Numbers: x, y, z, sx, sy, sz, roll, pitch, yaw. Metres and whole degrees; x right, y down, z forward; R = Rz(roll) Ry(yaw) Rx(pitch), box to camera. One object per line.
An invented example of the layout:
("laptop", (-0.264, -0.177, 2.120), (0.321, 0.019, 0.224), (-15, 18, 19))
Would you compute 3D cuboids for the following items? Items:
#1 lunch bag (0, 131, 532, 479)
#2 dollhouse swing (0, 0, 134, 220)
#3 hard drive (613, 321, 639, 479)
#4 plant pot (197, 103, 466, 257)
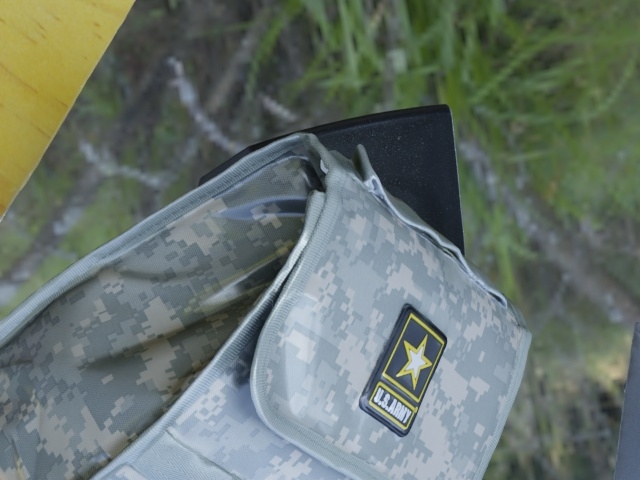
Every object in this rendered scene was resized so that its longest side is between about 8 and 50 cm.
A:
("lunch bag", (-0.031, 0.090, 1.019), (0.287, 0.169, 0.235), (-40, 138, 11))
("dollhouse swing", (-0.284, -0.194, 1.250), (0.305, 0.347, 0.315), (-1, 144, 46))
("hard drive", (0.231, 0.197, 1.230), (0.054, 0.172, 0.255), (2, -141, 15))
("plant pot", (0.000, 0.000, 1.446), (0.167, 0.188, 0.187), (-1, 170, -24))
